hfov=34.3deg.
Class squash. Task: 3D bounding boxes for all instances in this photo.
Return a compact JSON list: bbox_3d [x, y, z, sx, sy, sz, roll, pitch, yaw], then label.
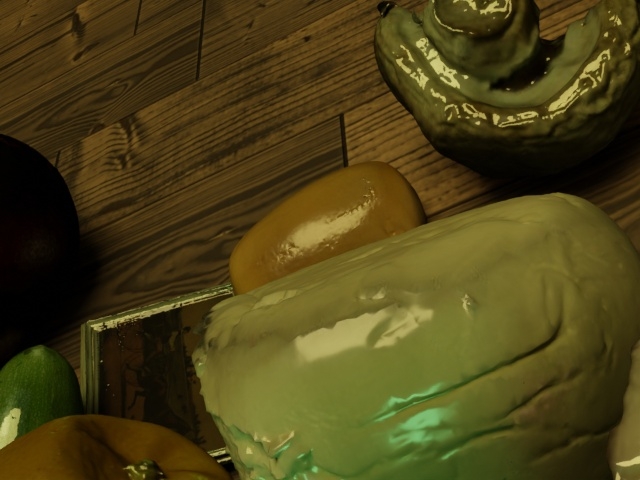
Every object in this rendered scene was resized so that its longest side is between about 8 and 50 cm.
[{"bbox_3d":[-0.273,0.277,0.910,0.107,0.107,0.395,-9,64,32],"label":"squash"}]

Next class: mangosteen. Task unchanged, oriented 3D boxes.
[{"bbox_3d":[-0.431,0.008,1.265,0.297,0.293,0.297,-32,-4,-3],"label":"mangosteen"}]

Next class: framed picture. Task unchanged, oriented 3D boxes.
[{"bbox_3d":[-0.151,0.138,1.047,0.197,0.014,0.252,-15,38,-1],"label":"framed picture"}]

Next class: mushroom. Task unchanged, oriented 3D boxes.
[{"bbox_3d":[0.175,-0.141,1.003,0.267,0.189,0.164,8,74,12],"label":"mushroom"}]

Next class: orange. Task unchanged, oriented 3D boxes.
[{"bbox_3d":[-0.159,0.258,0.757,0.235,0.279,0.279,-58,36,8],"label":"orange"}]

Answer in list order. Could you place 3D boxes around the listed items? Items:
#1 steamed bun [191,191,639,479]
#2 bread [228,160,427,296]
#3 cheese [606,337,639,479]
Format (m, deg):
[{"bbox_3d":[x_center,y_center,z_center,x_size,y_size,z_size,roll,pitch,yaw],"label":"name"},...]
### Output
[{"bbox_3d":[0.085,0.110,0.725,0.312,0.233,0.334,-19,4,6],"label":"steamed bun"},{"bbox_3d":[0.000,0.000,1.056,0.217,0.098,0.147,-33,33,4],"label":"bread"},{"bbox_3d":[0.255,0.198,0.485,0.153,0.292,0.332,-10,54,32],"label":"cheese"}]
